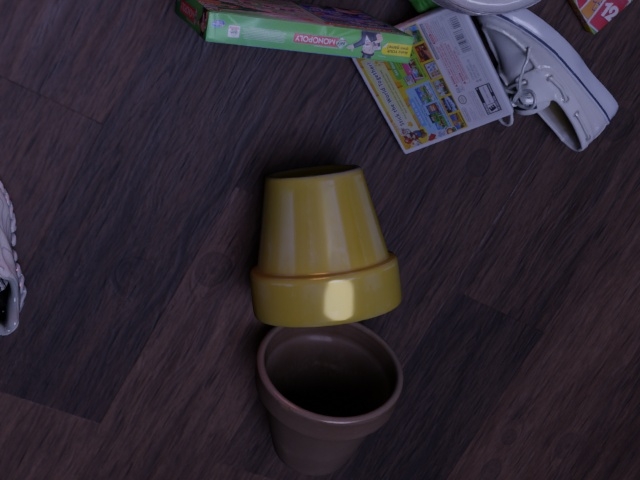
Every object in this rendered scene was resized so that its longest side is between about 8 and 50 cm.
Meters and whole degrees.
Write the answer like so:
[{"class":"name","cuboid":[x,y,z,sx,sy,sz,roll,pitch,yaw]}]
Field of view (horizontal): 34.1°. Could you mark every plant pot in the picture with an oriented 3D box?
[{"class":"plant pot","cuboid":[0.000,0.000,1.757,0.254,0.254,0.239,-9,99,-17]},{"class":"plant pot","cuboid":[-0.002,0.300,1.894,0.263,0.263,0.229,-3,132,-19]}]

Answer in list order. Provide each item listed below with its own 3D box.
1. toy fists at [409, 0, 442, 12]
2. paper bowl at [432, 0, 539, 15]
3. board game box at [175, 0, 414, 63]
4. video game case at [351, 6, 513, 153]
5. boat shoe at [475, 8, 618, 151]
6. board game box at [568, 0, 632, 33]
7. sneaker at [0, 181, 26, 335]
[{"class":"toy fists","cuboid":[0.249,-0.483,1.708,0.279,0.096,0.142,-36,111,-1]},{"class":"paper bowl","cuboid":[0.263,-0.485,1.576,0.284,0.148,0.284,-2,102,-10]},{"class":"board game box","cuboid":[-0.045,-0.330,1.594,0.317,0.213,0.046,3,112,-21]},{"class":"video game case","cuboid":[0.188,-0.272,1.764,0.206,0.026,0.227,-20,123,21]},{"class":"boat shoe","cuboid":[0.368,-0.269,1.823,0.367,0.136,0.156,36,87,-37]},{"class":"board game box","cuboid":[0.547,-0.498,1.848,0.259,0.039,0.124,-43,121,-2]},{"class":"sneaker","cuboid":[-0.521,0.014,1.625,0.110,0.118,0.292,-16,116,-12]}]
